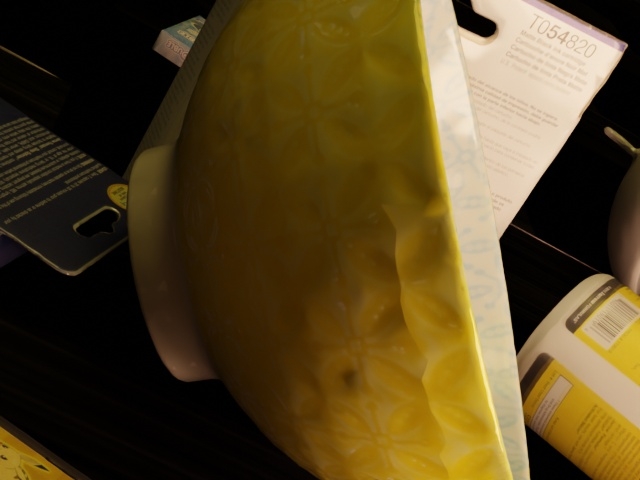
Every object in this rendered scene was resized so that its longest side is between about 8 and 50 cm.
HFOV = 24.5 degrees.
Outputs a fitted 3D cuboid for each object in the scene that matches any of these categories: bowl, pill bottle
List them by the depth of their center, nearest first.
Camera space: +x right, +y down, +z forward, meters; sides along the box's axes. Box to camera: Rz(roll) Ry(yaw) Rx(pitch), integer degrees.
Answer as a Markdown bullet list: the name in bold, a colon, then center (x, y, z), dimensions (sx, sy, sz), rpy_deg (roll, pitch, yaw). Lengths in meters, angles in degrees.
- **bowl**: center (0.000, 0.000, 0.700), dimensions (0.156, 0.289, 0.289), rpy_deg (-11, 19, 9)
- **pill bottle**: center (0.204, 0.111, 0.860), dimensions (0.184, 0.103, 0.103), rpy_deg (40, 22, 19)

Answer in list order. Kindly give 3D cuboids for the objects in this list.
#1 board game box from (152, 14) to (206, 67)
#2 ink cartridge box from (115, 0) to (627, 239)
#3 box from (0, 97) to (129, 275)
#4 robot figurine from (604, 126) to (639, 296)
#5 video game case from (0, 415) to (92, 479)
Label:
- **board game box**: center (-0.076, -0.139, 1.148), dimensions (0.090, 0.020, 0.090), rpy_deg (33, 22, 3)
- **ink cartridge box**: center (0.027, -0.068, 0.843), dimensions (0.223, 0.224, 0.045), rpy_deg (22, 23, -27)
- **box**: center (-0.197, -0.050, 0.744), dimensions (0.225, 0.036, 0.136), rpy_deg (33, 21, 5)
- **robot figurine**: center (0.367, 0.027, 1.147), dimensions (0.353, 0.200, 0.300), rpy_deg (45, 0, 31)
- **video game case**: center (-0.199, 0.085, 0.439), dimensions (0.248, 0.035, 0.275), rpy_deg (34, 19, 5)
